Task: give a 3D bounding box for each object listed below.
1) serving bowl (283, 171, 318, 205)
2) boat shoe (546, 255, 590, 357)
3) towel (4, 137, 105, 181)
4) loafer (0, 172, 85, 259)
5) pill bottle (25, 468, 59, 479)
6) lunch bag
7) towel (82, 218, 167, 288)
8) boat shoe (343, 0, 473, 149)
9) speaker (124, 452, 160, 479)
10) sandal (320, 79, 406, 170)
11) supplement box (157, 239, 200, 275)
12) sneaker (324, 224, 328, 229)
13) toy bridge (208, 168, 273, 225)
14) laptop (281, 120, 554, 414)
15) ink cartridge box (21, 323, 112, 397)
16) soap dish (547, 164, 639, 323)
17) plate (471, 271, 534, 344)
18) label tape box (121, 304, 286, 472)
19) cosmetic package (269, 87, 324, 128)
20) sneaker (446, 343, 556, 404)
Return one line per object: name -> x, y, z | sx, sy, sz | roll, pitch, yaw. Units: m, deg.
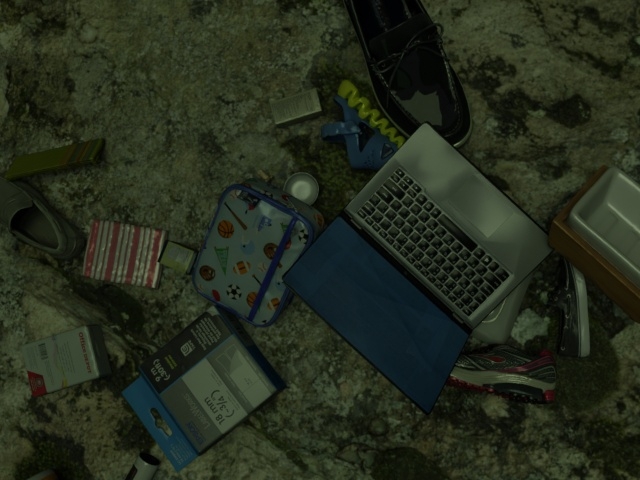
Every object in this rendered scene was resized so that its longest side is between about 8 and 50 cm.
serving bowl -> -0.043, -0.114, 1.611 | 0.083, 0.027, 0.083 | -1, 84, 9
boat shoe -> 0.520, 0.136, 1.477 | 0.076, 0.080, 0.228 | -5, 92, 7
towel -> -0.645, -0.197, 1.695 | 0.237, 0.102, 0.021 | -10, 126, 9
loafer -> -0.711, -0.067, 1.675 | 0.319, 0.111, 0.112 | 33, 91, 10
pill bottle -> -0.614, 0.675, 1.577 | 0.152, 0.152, 0.272 | -34, 81, 5
lunch bag -> -0.131, 0.025, 1.519 | 0.243, 0.115, 0.303 | 30, 113, 11
towel -> -0.469, 0.032, 1.672 | 0.197, 0.029, 0.144 | 9, 87, 8
boat shoe -> 0.181, -0.420, 1.538 | 0.187, 0.156, 0.500 | -25, 83, 5
speaker -> -0.426, 0.561, 1.605 | 0.055, 0.055, 0.136 | 30, 91, 11
sandal -> 0.117, -0.206, 1.554 | 0.138, 0.126, 0.317 | -44, 72, 7
supplement box -> -0.318, 0.042, 1.615 | 0.083, 0.083, 0.056 | 22, 90, 11
sneaker -> 0.000, 0.000, 1.567 | 0.237, 0.086, 0.085 | 26, 88, 9
toy bridge -> -0.176, -0.084, 1.632 | 0.063, 0.026, 0.188 | 44, 93, 8
laptop -> 0.210, 0.040, 1.373 | 0.382, 0.236, 0.408 | 43, 100, -1
ink cartridge box -> -0.599, 0.283, 1.647 | 0.175, 0.072, 0.127 | -17, 82, 8
soap dish -> 0.619, 0.011, 1.405 | 0.291, 0.118, 0.229 | 44, 57, 10
plate -> 0.323, 0.060, 1.528 | 0.278, 0.045, 0.277 | 22, 88, 10
label tape box -> -0.283, 0.342, 1.574 | 0.334, 0.106, 0.240 | -40, 80, 4
cosmetic package -> -0.054, -0.308, 1.623 | 0.115, 0.041, 0.060 | -14, 83, 8
sneaker -> 0.347, 0.267, 1.479 | 0.299, 0.121, 0.112 | 11, 73, 3
